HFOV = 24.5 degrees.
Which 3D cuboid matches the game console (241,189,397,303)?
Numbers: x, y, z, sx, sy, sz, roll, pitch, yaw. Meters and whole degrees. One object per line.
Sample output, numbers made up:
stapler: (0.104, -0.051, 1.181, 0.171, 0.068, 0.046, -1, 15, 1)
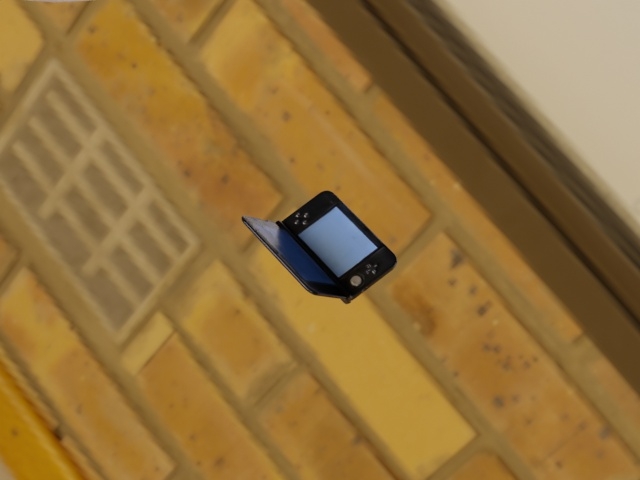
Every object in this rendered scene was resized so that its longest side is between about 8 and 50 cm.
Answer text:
game console: (0.000, 0.000, 1.491, 0.107, 0.071, 0.122, -37, -119, -13)
